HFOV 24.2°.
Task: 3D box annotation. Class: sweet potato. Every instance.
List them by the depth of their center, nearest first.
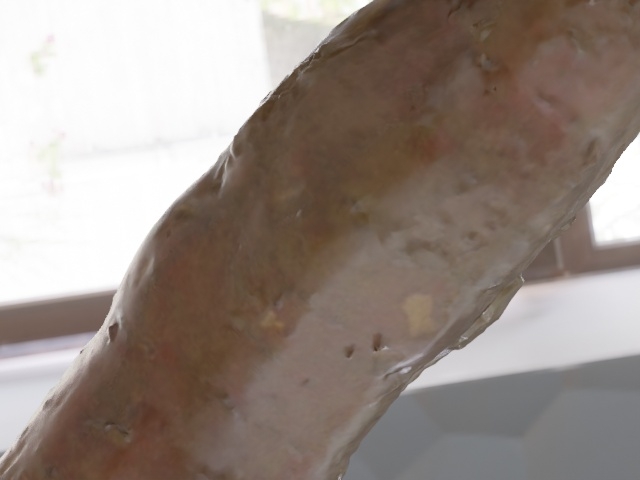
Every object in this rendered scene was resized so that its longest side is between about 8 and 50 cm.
[{"bbox_3d":[0.003,0.004,0.423,0.095,0.354,0.106,47,12,20],"label":"sweet potato"}]
